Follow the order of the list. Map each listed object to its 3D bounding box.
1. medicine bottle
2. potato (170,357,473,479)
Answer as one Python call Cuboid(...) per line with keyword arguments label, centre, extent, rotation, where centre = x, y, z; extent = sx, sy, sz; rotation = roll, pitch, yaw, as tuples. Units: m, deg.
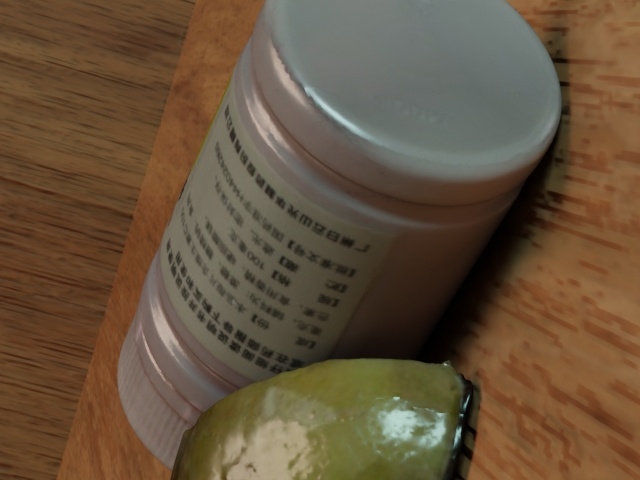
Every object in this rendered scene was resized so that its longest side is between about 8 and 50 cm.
Cuboid(label="medicine bottle", centre=(0.000, 0.000, 0.847), extent=(0.249, 0.133, 0.133), rotation=(116, 165, -46))
Cuboid(label="potato", centre=(-0.031, 0.151, 0.841), extent=(0.261, 0.100, 0.120), rotation=(119, 168, -49))
